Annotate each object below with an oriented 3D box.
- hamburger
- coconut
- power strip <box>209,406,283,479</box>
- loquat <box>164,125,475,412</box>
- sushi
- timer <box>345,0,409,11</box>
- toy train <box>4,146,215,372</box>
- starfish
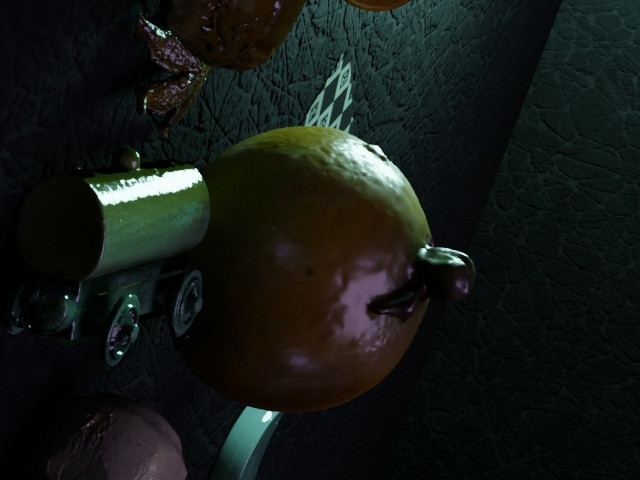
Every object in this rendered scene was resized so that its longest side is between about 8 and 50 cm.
[{"bbox_3d":[-0.053,-0.292,1.302,0.285,0.134,0.265,-61,157,-3],"label":"hamburger"},{"bbox_3d":[-0.236,0.255,1.556,0.171,0.171,0.183,96,21,-54],"label":"coconut"},{"bbox_3d":[-0.129,0.374,2.403,0.167,0.054,0.253,-33,146,-61],"label":"power strip"},{"bbox_3d":[-0.003,0.030,1.645,0.328,0.359,0.328,1,90,-65],"label":"loquat"},{"bbox_3d":[0.000,-0.091,2.072,0.290,0.050,0.264,-60,166,-22],"label":"sushi"},{"bbox_3d":[0.061,-0.349,1.761,0.152,0.132,0.132,-104,-146,-71],"label":"timer"},{"bbox_3d":[-0.181,0.013,1.399,0.189,0.126,0.307,-68,166,12],"label":"toy train"},{"bbox_3d":[-0.130,-0.186,1.432,0.208,0.053,0.176,2,102,-82],"label":"starfish"}]
